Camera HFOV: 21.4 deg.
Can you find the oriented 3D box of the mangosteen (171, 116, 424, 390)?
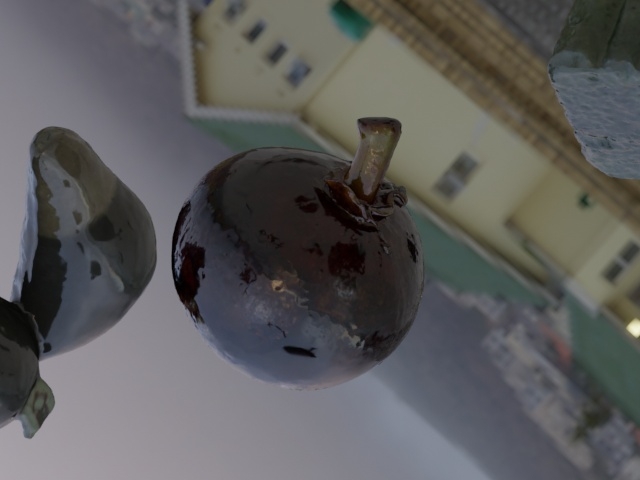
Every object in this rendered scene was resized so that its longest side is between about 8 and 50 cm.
[{"bbox_3d":[0.000,0.000,1.487,0.235,0.261,0.235,25,-148,-17],"label":"mangosteen"}]

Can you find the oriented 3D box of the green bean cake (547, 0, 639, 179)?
[{"bbox_3d":[0.284,-0.114,1.290,0.185,0.094,0.183,13,159,27],"label":"green bean cake"}]

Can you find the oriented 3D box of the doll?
[{"bbox_3d":[-0.365,0.012,1.641,0.252,0.378,0.382,20,145,26],"label":"doll"}]
